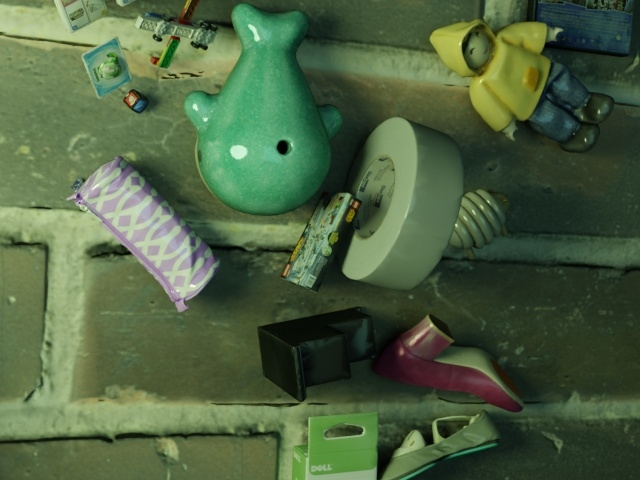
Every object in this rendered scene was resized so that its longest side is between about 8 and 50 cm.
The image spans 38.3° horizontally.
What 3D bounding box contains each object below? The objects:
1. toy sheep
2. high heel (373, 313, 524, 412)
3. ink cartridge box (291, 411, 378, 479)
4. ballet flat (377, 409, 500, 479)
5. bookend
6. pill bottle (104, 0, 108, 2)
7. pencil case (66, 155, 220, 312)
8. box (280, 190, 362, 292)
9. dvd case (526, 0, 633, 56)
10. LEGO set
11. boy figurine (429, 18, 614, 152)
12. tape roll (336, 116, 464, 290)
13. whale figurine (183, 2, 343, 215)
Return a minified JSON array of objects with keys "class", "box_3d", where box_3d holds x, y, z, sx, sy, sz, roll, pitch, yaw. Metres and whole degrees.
[{"class":"toy sheep","box_3d":[0.218,-0.025,1.326,0.132,0.091,0.091,-37,106,-8]},{"class":"high heel","box_3d":[0.193,0.208,1.353,0.117,0.082,0.244,-43,124,17]},{"class":"ink cartridge box","box_3d":[0.019,0.339,1.293,0.109,0.062,0.209,0,94,-20]},{"class":"ballet flat","box_3d":[0.162,0.302,1.351,0.213,0.072,0.068,-16,73,-19]},{"class":"bookend","box_3d":[0.015,0.146,1.225,0.157,0.156,0.072,-10,98,-20]},{"class":"pill bottle","box_3d":[-0.280,-0.396,1.087,0.121,0.121,0.216,-28,104,-16]},{"class":"pencil case","box_3d":[-0.219,-0.012,1.160,0.206,0.086,0.088,46,45,-17]},{"class":"box","box_3d":[0.000,0.000,1.240,0.027,0.094,0.137,29,85,-20]},{"class":"dvd case","box_3d":[0.398,-0.413,1.392,0.180,0.022,0.253,2,94,-20]},{"class":"LEGO set","box_3d":[-0.215,-0.265,1.097,0.182,0.060,0.244,-34,150,-17]},{"class":"boy figurine","box_3d":[0.288,-0.241,1.330,0.285,0.092,0.177,29,91,-23]},{"class":"tape roll","box_3d":[0.099,-0.047,1.206,0.072,0.219,0.219,15,89,-21]},{"class":"whale figurine","box_3d":[-0.064,-0.167,1.177,0.216,0.141,0.272,5,93,-20]}]
